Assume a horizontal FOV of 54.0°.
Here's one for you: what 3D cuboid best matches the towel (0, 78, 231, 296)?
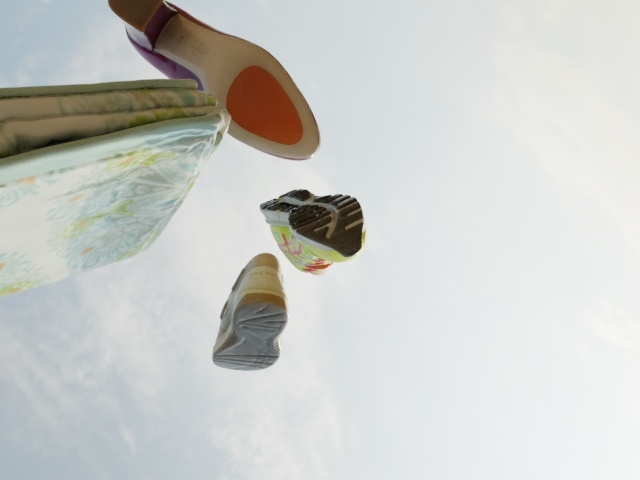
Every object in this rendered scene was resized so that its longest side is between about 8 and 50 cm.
[{"bbox_3d":[-0.305,-0.034,0.670,0.374,0.320,0.090,-19,-108,-45],"label":"towel"}]

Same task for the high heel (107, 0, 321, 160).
[{"bbox_3d":[-0.142,-0.244,0.952,0.377,0.127,0.181,43,-178,5],"label":"high heel"}]

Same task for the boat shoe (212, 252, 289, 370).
[{"bbox_3d":[-0.111,0.127,1.012,0.109,0.302,0.098,7,-123,-11],"label":"boat shoe"}]

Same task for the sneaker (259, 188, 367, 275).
[{"bbox_3d":[0.000,0.000,0.719,0.081,0.094,0.208,-23,-161,-16],"label":"sneaker"}]
